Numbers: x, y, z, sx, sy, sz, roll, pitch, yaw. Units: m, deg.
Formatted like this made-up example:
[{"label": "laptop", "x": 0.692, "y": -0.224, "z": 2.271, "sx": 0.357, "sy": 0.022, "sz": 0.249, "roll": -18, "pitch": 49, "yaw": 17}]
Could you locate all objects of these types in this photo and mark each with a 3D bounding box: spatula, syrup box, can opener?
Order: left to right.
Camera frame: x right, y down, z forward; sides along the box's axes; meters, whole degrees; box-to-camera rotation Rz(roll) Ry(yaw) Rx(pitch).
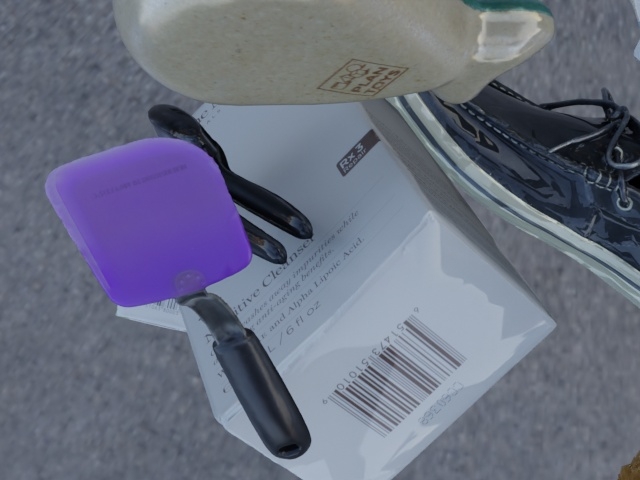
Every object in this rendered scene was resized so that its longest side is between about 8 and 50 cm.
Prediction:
[{"label": "syrup box", "x": -0.160, "y": 0.032, "z": 1.532, "sx": 0.093, "sy": 0.237, "sz": 0.096, "roll": 14, "pitch": 95, "yaw": -2}, {"label": "can opener", "x": -0.072, "y": -0.032, "z": 0.973, "sx": 0.059, "sy": 0.186, "sz": 0.073, "roll": -46, "pitch": 137, "yaw": -3}, {"label": "spatula", "x": -0.055, "y": 0.048, "z": 0.761, "sx": 0.084, "sy": 0.030, "sz": 0.296, "roll": -18, "pitch": 142, "yaw": 6}]

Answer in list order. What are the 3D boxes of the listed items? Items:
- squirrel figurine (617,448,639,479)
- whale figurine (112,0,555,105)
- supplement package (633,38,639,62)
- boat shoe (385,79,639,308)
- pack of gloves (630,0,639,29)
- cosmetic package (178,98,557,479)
[{"label": "squirrel figurine", "x": 0.286, "y": 0.341, "z": 1.095, "sx": 0.370, "sy": 0.397, "sz": 0.281, "roll": 19, "pitch": 136, "yaw": 11}, {"label": "whale figurine", "x": 0.008, "y": -0.160, "z": 0.819, "sx": 0.272, "sy": 0.141, "sz": 0.216, "roll": 8, "pitch": 154, "yaw": -30}, {"label": "supplement package", "x": 0.254, "y": -0.090, "z": 0.352, "sx": 0.262, "sy": 0.145, "sz": 0.204, "roll": 7, "pitch": 113, "yaw": -37}, {"label": "boat shoe", "x": 0.277, "y": -0.065, "z": 1.337, "sx": 0.500, "sy": 0.187, "sz": 0.156, "roll": 34, "pitch": 115, "yaw": -3}, {"label": "pack of gloves", "x": 0.382, "y": -0.222, "z": 1.262, "sx": 0.195, "sy": 0.046, "sz": 0.232, "roll": -23, "pitch": 75, "yaw": 30}, {"label": "cosmetic package", "x": 0.000, "y": 0.000, "z": 1.091, "sx": 0.217, "sy": 0.385, "sz": 0.156, "roll": -45, "pitch": 123, "yaw": 9}]
